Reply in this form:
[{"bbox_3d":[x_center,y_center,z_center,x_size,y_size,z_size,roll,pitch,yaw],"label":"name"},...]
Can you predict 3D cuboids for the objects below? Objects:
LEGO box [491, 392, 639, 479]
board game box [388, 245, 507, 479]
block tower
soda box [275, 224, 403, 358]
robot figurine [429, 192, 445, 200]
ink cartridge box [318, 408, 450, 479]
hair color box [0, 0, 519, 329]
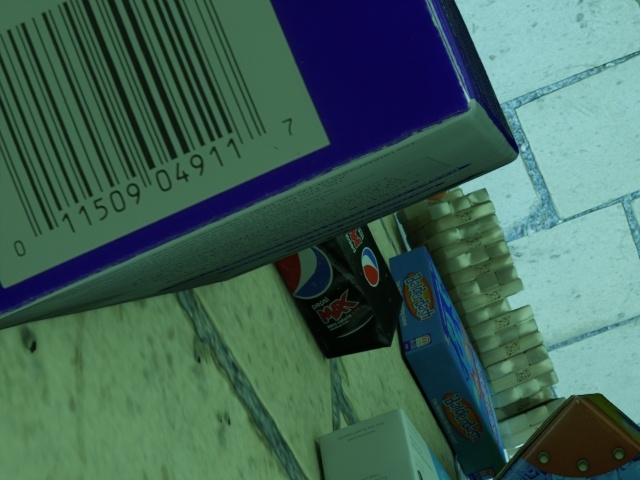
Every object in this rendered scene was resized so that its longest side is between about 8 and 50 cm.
[{"bbox_3d":[0.305,0.317,0.983,0.372,0.193,0.500,42,4,15],"label":"LEGO box"},{"bbox_3d":[0.138,0.134,1.263,0.160,0.047,0.210,-96,162,-53],"label":"board game box"},{"bbox_3d":[0.203,0.099,1.439,0.335,0.091,0.097,69,-22,7],"label":"block tower"},{"bbox_3d":[0.000,0.000,0.822,0.169,0.053,0.060,63,28,-27],"label":"soda box"},{"bbox_3d":[0.019,-0.093,0.919,0.219,0.158,0.128,30,56,-72],"label":"robot figurine"},{"bbox_3d":[0.055,0.208,0.712,0.104,0.060,0.180,56,17,-46],"label":"ink cartridge box"},{"bbox_3d":[-0.025,-0.051,0.491,0.339,0.185,0.110,-1,68,-78],"label":"hair color box"}]
